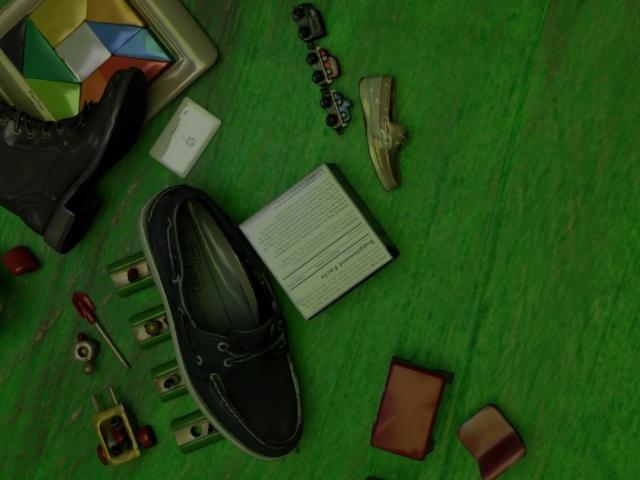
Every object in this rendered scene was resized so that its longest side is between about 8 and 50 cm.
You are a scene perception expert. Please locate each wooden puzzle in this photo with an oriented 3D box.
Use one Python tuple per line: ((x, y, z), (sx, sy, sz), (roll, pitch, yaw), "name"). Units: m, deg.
((-0.274, -0.226, 1.704), (0.238, 0.044, 0.221), (-39, 87, 9), "wooden puzzle")

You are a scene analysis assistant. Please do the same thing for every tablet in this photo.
((-0.160, -0.122, 1.711), (0.054, 0.006, 0.083), (35, 99, 5), "tablet")

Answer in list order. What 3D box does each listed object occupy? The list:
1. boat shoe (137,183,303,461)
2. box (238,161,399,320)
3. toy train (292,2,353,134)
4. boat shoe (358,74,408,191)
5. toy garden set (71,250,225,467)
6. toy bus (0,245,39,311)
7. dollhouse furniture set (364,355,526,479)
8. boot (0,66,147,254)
((-0.098, 0.090, 1.641), (0.127, 0.113, 0.340), (-18, 87, -28), "boat shoe")
((0.000, 0.000, 1.659), (0.126, 0.072, 0.137), (-36, 87, 9), "box")
((0.005, -0.199, 1.671), (0.036, 0.027, 0.158), (-18, 90, -1), "toy train")
((0.077, -0.124, 1.650), (0.045, 0.050, 0.135), (-12, 91, 15), "boat shoe")
((-0.205, 0.141, 1.712), (0.203, 0.049, 0.244), (-23, 90, 10), "toy garden set")
((-0.456, 0.039, 1.716), (0.191, 0.202, 0.104), (32, 128, -1), "toy bus")
((0.122, 0.340, 1.618), (0.201, 0.152, 0.374), (15, 96, 8), "dollhouse furniture set")
((-0.343, -0.130, 1.667), (0.229, 0.091, 0.263), (32, 107, 8), "boot")
